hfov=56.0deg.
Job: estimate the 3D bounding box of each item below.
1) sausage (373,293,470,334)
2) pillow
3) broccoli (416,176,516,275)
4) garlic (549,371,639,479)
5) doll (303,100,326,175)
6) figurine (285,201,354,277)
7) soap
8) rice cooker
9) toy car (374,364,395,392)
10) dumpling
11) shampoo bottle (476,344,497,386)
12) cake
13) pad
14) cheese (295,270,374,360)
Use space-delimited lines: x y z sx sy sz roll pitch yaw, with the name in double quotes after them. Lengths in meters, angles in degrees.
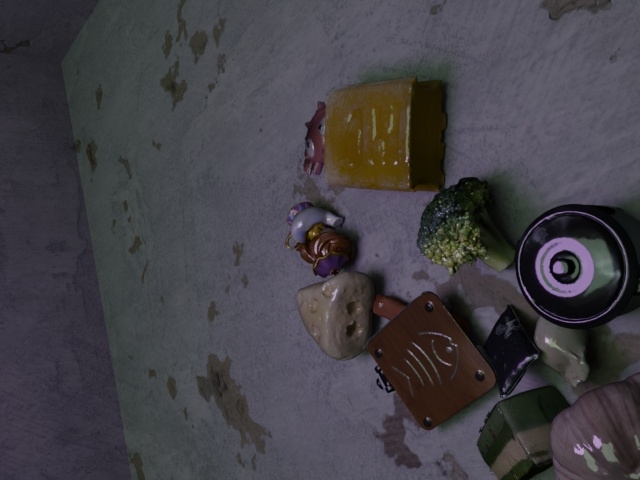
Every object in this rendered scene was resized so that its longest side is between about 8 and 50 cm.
0.261 0.206 1.610 0.304 0.078 0.078 12 101 47 "sausage"
0.430 0.248 1.375 0.208 0.055 0.141 -86 20 -65 "pillow"
0.361 -0.025 1.424 0.243 0.247 0.263 39 168 5 "broccoli"
0.584 0.408 1.124 0.317 0.259 0.317 4 107 12 "garlic"
0.002 -0.311 1.846 0.262 0.093 0.211 123 144 -45 "doll"
0.000 0.000 1.831 0.189 0.142 0.263 -39 54 2 "figurine"
0.170 -0.282 1.635 0.335 0.156 0.293 11 104 48 "soap"
0.529 0.048 1.199 0.280 0.227 0.241 20 107 45 "rice cooker"
0.217 0.358 1.665 0.171 0.070 0.080 -49 58 35 "toy car"
0.520 0.226 1.317 0.111 0.181 0.155 12 132 12 "dumpling"
0.395 0.307 1.490 0.099 0.043 0.072 55 128 30 "shampoo bottle"
0.486 0.463 1.395 0.284 0.172 0.158 89 159 -54 "cake"
0.276 0.310 1.544 0.286 0.018 0.284 54 127 17 "pad"
0.062 0.216 1.740 0.251 0.173 0.248 -36 67 49 "cheese"
